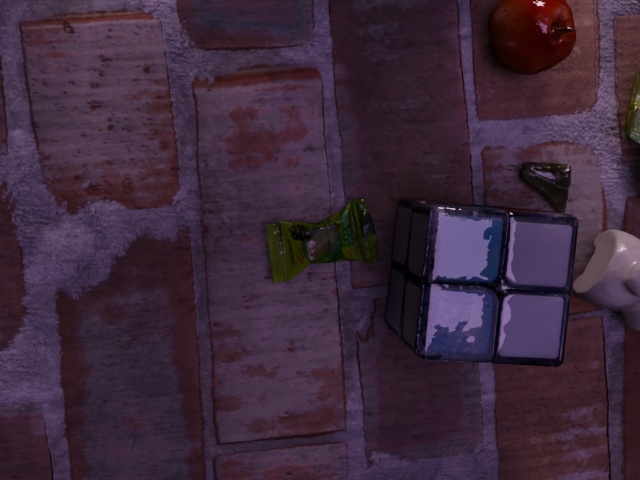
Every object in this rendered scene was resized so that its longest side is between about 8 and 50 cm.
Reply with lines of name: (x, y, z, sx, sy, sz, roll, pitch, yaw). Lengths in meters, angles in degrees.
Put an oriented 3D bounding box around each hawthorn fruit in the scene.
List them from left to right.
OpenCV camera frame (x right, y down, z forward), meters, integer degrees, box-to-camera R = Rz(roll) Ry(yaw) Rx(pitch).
hawthorn fruit: (0.474, -0.455, 1.575, 0.196, 0.225, 0.197, -5, 108, -15)

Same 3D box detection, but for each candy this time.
candy: (0.000, 0.000, 1.622, 0.246, 0.069, 0.149, -14, 103, -13)

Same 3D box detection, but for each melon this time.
melon: (0.748, -0.307, 1.681, 0.064, 0.118, 0.209, 19, 54, 9)

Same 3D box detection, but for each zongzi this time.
zongzi: (0.506, -0.118, 1.703, 0.154, 0.062, 0.131, 2, 107, -3)

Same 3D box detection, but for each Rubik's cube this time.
Rubik's cube: (0.329, 0.079, 1.559, 0.318, 0.313, 0.316, 6, 95, -8)

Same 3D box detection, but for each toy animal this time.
toy animal: (0.785, 0.128, 1.673, 0.367, 0.241, 0.196, 28, 94, -11)
